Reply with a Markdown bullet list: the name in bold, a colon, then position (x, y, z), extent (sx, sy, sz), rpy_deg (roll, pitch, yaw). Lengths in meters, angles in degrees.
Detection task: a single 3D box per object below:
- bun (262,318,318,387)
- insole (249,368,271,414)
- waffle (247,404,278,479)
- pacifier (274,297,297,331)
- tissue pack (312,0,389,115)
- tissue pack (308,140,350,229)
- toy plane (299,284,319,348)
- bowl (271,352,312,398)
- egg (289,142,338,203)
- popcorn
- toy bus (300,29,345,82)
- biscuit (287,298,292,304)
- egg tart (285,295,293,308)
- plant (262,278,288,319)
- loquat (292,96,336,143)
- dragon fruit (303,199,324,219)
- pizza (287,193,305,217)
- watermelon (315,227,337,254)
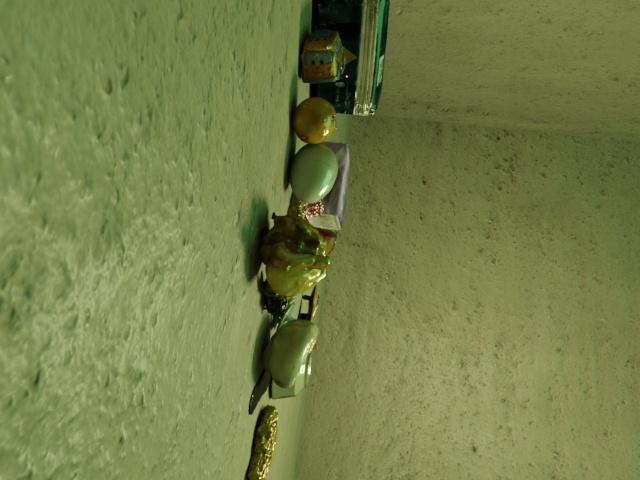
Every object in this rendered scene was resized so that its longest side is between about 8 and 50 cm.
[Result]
- **bun**: position (-0.101, 0.343, 1.436), extent (0.231, 0.133, 0.231), rpy_deg (25, 90, -85)
- **insole**: position (-0.183, 0.454, 1.479), extent (0.328, 0.007, 0.111), rpy_deg (-49, 144, -81)
- **waffle**: position (-0.184, 0.671, 1.517), extent (0.249, 0.056, 0.253), rpy_deg (-38, 138, -83)
- **pacifier**: position (-0.092, 0.264, 1.562), extent (0.127, 0.116, 0.150), rpy_deg (-61, 171, -12)
- **tissue pack**: position (0.109, -0.691, 1.651), extent (0.264, 0.253, 0.417), rpy_deg (-75, 171, -49)
- **tissue pack**: position (0.036, -0.240, 2.028), extent (0.242, 0.160, 0.338), rpy_deg (72, 25, -75)
- **toy plane**: position (-0.060, 0.366, 2.223), extent (0.204, 0.103, 0.316), rpy_deg (86, 5, -73)
- **bowl**: position (-0.102, 0.473, 1.715), extent (0.238, 0.126, 0.238), rpy_deg (6, 90, -85)
- **egg**: position (-0.023, -0.213, 1.473), extent (0.151, 0.151, 0.209), rpy_deg (84, 16, -68)
- **popcorn**: position (-0.072, 0.042, 1.188), extent (0.190, 0.191, 0.253), rpy_deg (-52, 172, 3)
- **toy bus**: position (0.007, -0.579, 1.450), extent (0.209, 0.126, 0.136), rpy_deg (-75, 162, -52)
- **biscuit**: position (-0.121, 0.255, 1.785), extent (0.119, 0.019, 0.130), rpy_deg (-74, 170, -57)
- **egg tart**: position (-0.091, 0.083, 1.480), extent (0.279, 0.095, 0.279), rpy_deg (6, 90, -85)
- **plant**: position (-0.127, 0.154, 1.307), extent (0.085, 0.087, 0.174), rpy_deg (57, -17, 36)
- **loquat**: position (-0.018, -0.362, 1.411), extent (0.141, 0.141, 0.141), rpy_deg (7, 90, -85)
- **dragon fruit**: position (-0.064, -0.169, 1.690), extent (0.092, 0.122, 0.192), rpy_deg (51, -24, 37)
- **pizza**: position (-0.082, -0.082, 1.593), extent (0.134, 0.046, 0.175), rpy_deg (-71, 168, -65)
- **watermelon**: position (0.011, 0.010, 2.202), extent (0.137, 0.145, 0.193), rpy_deg (77, 21, -61)
